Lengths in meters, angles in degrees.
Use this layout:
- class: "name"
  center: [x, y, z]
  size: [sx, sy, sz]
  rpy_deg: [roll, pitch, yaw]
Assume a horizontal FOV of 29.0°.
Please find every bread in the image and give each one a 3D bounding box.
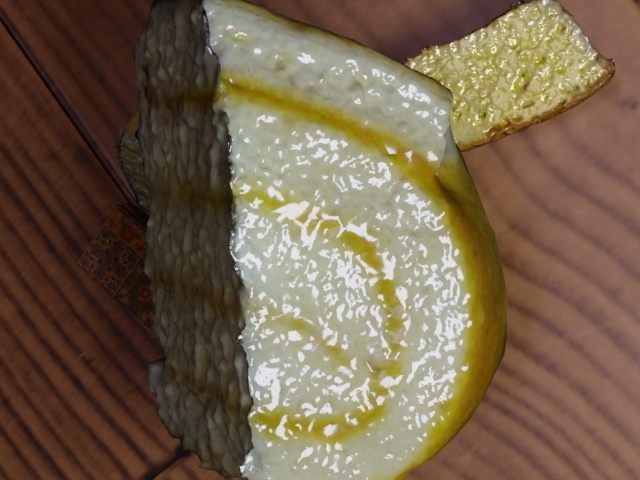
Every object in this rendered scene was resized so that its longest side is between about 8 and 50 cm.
- class: "bread"
  center: [0.004, -0.009, 1.010]
  size: [0.264, 0.239, 0.395]
  rpy_deg: [-5, 99, -21]
- class: "bread"
  center: [0.159, -0.143, 1.083]
  size: [0.187, 0.065, 0.103]
  rpy_deg: [-26, 85, 20]
- class: "bread"
  center: [-0.124, -0.082, 1.162]
  size: [0.103, 0.156, 0.110]
  rpy_deg: [30, 67, 11]

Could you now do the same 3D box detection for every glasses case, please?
- class: "glasses case"
  center: [-0.127, 0.060, 1.183]
  size: [0.218, 0.049, 0.075]
  rpy_deg: [39, 103, 14]
